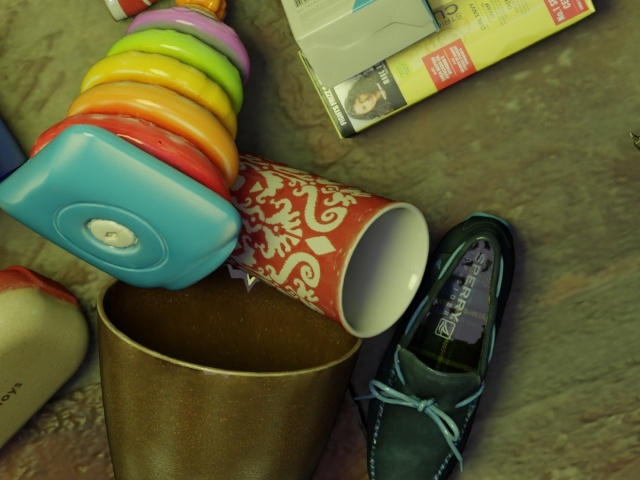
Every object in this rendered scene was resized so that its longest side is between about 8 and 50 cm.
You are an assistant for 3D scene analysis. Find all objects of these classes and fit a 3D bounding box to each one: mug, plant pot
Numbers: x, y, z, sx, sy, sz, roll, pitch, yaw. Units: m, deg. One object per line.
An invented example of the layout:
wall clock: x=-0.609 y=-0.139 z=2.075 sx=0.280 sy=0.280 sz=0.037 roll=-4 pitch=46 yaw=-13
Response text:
mug: x=-0.006 y=0.007 z=1.581 sx=0.169 sy=0.150 sz=0.113 roll=23 pitch=70 yaw=34
plant pot: x=-0.087 y=0.163 z=1.589 sx=0.215 sy=0.215 sz=0.230 roll=11 pitch=112 yaw=5

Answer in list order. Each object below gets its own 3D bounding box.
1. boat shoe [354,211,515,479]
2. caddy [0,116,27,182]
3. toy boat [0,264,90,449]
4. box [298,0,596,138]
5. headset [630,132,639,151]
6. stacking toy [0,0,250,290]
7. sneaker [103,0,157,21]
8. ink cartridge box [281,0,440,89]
boat shoe: x=0.089 y=0.101 z=1.604 sx=0.109 sy=0.089 sz=0.258 roll=12 pitch=97 yaw=5
caddy: x=-0.406 y=-0.046 z=1.570 sx=0.341 sy=0.241 sz=0.179 roll=-37 pitch=98 yaw=8
toy boat: x=-0.319 y=0.095 z=1.640 sx=0.231 sy=0.151 sz=0.151 roll=-44 pitch=60 yaw=8
box: x=0.104 y=-0.170 z=1.590 sx=0.232 sy=0.058 sz=0.087 roll=-25 pitch=92 yaw=8
headset: x=0.306 y=-0.264 z=1.542 sx=0.243 sy=0.185 sz=0.394 roll=4 pitch=81 yaw=2
stacking toy: x=-0.120 y=-0.125 z=1.551 sx=0.166 sy=0.175 sz=0.302 roll=30 pitch=57 yaw=-21
sneaker: x=-0.164 y=-0.249 z=1.619 sx=0.067 sy=0.042 sz=0.118 roll=-20 pitch=101 yaw=12
ink cartridge box: x=0.019 y=-0.216 z=1.565 sx=0.104 sy=0.181 sz=0.061 roll=-27 pitch=132 yaw=8
